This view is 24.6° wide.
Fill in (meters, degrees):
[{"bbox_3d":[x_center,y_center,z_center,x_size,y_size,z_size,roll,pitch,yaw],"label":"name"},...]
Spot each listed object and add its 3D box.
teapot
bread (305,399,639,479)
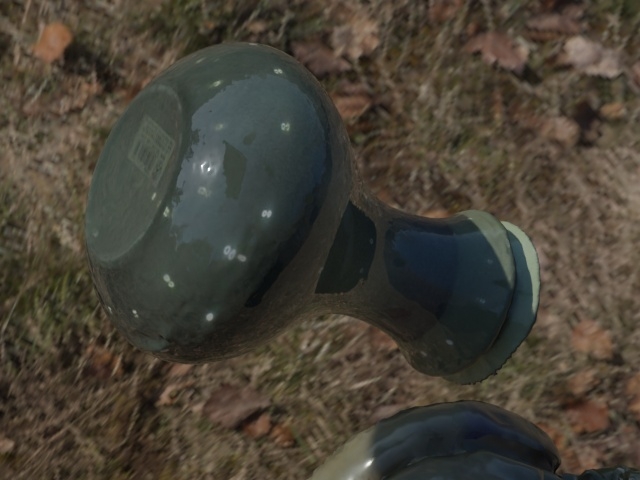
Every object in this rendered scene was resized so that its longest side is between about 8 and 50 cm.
[{"bbox_3d":[0.000,0.000,0.838,0.250,0.183,0.184,20,65,-32],"label":"teapot"},{"bbox_3d":[0.101,0.195,0.595,0.183,0.102,0.337,-24,123,-12],"label":"bread"}]
